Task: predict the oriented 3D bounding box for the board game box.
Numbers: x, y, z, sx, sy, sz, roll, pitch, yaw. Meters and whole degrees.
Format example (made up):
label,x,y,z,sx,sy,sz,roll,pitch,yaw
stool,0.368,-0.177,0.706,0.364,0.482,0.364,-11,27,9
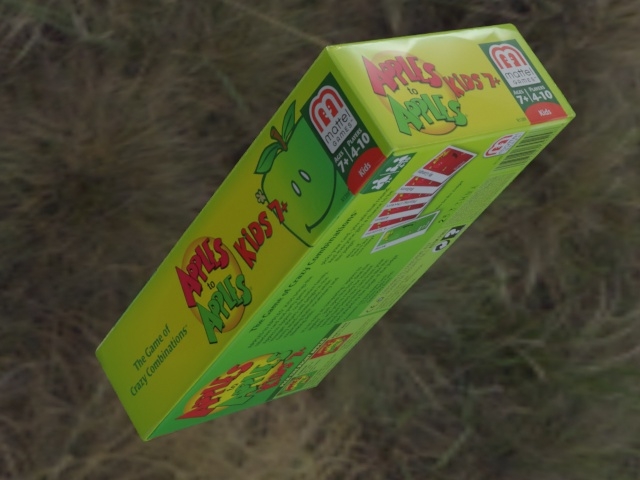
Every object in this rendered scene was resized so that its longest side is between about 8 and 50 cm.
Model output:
label,x,y,z,sx,sy,sz,roll,pitch,yaw
board game box,0.000,0.000,0.572,0.092,0.181,0.043,-13,63,-42
